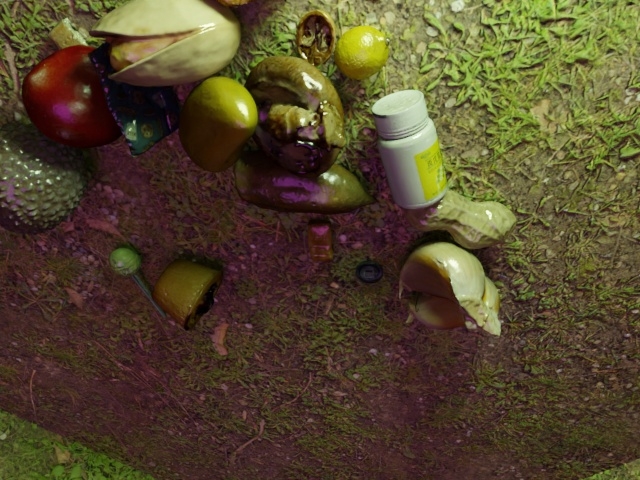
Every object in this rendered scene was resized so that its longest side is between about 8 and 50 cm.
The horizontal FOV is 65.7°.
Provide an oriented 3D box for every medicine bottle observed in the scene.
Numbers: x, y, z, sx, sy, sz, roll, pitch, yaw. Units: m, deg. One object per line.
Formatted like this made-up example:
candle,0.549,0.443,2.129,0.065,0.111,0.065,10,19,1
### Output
medicine bottle,0.212,-0.214,1.186,0.143,0.143,0.258,-13,124,17

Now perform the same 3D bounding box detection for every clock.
clock,0.148,0.096,1.510,0.085,0.017,0.085,4,128,5

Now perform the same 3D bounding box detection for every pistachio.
pistachio,-0.310,-0.420,1.038,0.299,0.187,0.187,-26,130,-23

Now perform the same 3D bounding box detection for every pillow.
pillow,-0.414,-0.344,1.148,0.034,0.189,0.255,14,134,29

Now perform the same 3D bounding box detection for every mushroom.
mushroom,-0.047,-0.271,1.110,0.195,0.283,0.263,-12,126,-25

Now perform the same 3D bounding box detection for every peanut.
peanut,0.360,-0.056,1.296,0.298,0.136,0.120,16,167,-4

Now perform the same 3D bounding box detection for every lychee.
lychee,-0.753,-0.162,1.282,0.300,0.300,0.300,4,128,5

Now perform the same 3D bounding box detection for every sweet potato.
sweet potato,-0.034,-0.142,1.271,0.370,0.157,0.157,7,128,5

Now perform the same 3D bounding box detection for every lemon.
lemon,0.090,-0.407,1.076,0.133,0.109,0.109,-18,124,37

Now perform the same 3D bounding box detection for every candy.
candy,-0.583,0.152,1.623,0.093,0.092,0.335,-31,134,-15

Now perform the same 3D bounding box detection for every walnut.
walnut,-0.003,-0.448,1.089,0.091,0.052,0.121,24,133,12

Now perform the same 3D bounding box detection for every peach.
peach,-0.553,-0.330,1.147,0.199,0.243,0.243,34,139,36

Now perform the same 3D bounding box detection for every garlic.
garlic,0.359,0.143,1.394,0.286,0.313,0.249,24,83,-19

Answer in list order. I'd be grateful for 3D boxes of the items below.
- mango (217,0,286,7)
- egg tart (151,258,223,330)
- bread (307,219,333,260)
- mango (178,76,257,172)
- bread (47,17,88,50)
mango,-0.153,-0.547,0.987,0.252,0.126,0.153,9,120,2
egg tart,-0.404,0.156,1.527,0.171,0.215,0.215,30,127,3
bread,0.000,0.000,1.433,0.074,0.053,0.132,2,126,6
mango,-0.239,-0.272,1.139,0.332,0.142,0.195,-27,80,60
bread,-0.593,-0.469,1.165,0.070,0.035,0.083,-29,112,25
